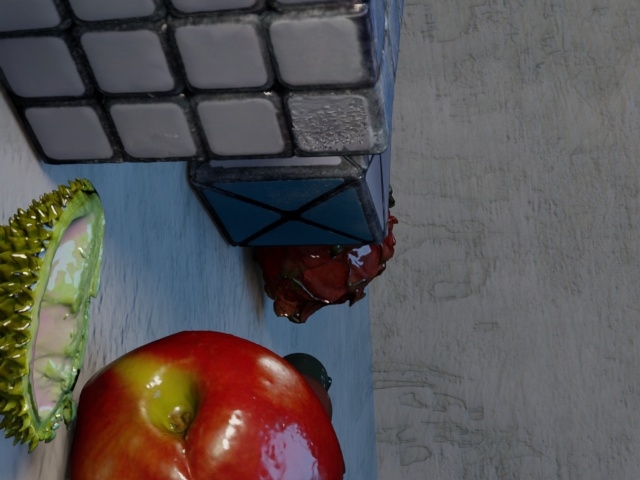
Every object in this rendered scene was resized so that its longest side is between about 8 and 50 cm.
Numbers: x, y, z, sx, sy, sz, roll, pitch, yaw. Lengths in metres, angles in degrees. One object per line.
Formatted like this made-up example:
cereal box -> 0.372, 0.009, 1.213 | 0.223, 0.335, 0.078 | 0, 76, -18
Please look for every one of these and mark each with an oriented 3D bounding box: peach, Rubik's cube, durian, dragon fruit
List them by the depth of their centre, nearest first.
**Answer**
durian -> -0.237, 0.061, 0.841 | 0.137, 0.095, 0.221 | -25, 119, -72
Rubik's cube -> -0.108, -0.296, 0.933 | 0.337, 0.343, 0.345 | 76, 17, -48
peach -> -0.108, 0.249, 1.066 | 0.338, 0.281, 0.281 | 77, 15, -46
Rubik's cube -> -0.033, -0.147, 1.564 | 0.259, 0.260, 0.255 | 59, 29, -64
dragon fruit -> 0.000, 0.000, 1.795 | 0.244, 0.244, 0.299 | 3, 110, -80

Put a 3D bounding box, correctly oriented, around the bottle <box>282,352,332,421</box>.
bottle -> -0.052, 0.310, 1.699 | 0.336, 0.143, 0.144 | -76, 161, -61
